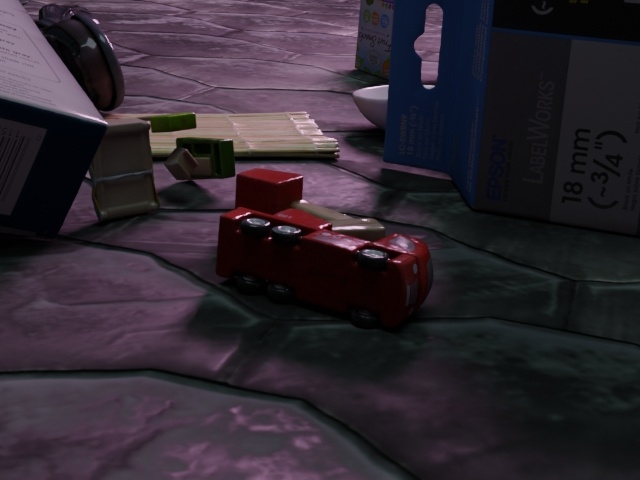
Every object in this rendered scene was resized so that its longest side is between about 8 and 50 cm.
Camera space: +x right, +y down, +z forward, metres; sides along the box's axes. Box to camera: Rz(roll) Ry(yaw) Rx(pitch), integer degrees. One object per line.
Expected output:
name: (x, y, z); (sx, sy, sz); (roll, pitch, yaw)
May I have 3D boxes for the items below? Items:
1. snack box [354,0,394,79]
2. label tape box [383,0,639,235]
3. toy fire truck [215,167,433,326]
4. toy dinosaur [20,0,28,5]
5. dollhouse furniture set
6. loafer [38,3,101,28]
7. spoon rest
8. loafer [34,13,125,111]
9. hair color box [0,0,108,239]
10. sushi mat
snack box: (0.093, -0.303, 1.496); (0.037, 0.141, 0.100); (-6, 21, -28)
label tape box: (0.203, -0.140, 0.895); (0.334, 0.240, 0.106); (10, 21, 18)
toy fire truck: (0.000, 0.000, 0.736); (0.192, 0.047, 0.135); (15, 20, 27)
toy dinosaur: (-0.579, -0.336, 1.549); (0.314, 0.121, 0.160); (15, 9, 42)
dollhouse furniture set: (-0.143, -0.064, 0.869); (0.059, 0.076, 0.152); (4, 12, 41)
loafer: (-0.344, -0.292, 1.475); (0.078, 0.076, 0.223); (-6, 16, -7)
spoon rest: (0.153, -0.138, 1.117); (0.137, 0.084, 0.276); (-14, 26, -42)
loafer: (-0.297, -0.186, 1.170); (0.095, 0.109, 0.302); (-24, 22, -20)
hair color box: (-0.313, -0.145, 0.818); (0.174, 0.105, 0.347); (13, 26, -40)
sushi mat: (-0.145, -0.108, 1.067); (0.317, 0.019, 0.151); (-2, 19, -16)
